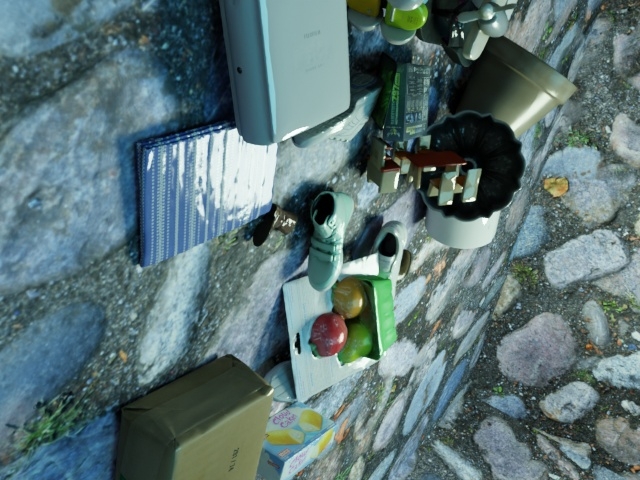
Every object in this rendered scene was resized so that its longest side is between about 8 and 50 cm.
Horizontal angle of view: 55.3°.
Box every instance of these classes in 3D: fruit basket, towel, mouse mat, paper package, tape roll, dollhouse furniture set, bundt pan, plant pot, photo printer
[{"bbox_3d":[0.044,0.226,1.673,0.353,0.165,0.326,-16,105,-34],"label":"fruit basket"},{"bbox_3d":[-0.201,-0.110,1.138,0.336,0.040,0.243,-28,137,-45],"label":"towel"},{"bbox_3d":[0.142,-0.349,1.414,0.189,0.007,0.152,-105,-156,-64],"label":"mouse mat"},{"bbox_3d":[-0.277,0.461,1.324,0.309,0.168,0.324,-19,129,-51],"label":"paper package"},{"bbox_3d":[0.478,-0.112,2.049,0.246,0.246,0.169,-41,145,-37],"label":"tape roll"},{"bbox_3d":[0.260,-0.210,1.619,0.259,0.262,0.135,-8,122,-21],"label":"dollhouse furniture set"},{"bbox_3d":[0.443,-0.226,1.844,0.124,0.331,0.330,-36,145,-72],"label":"bundt pan"},{"bbox_3d":[0.579,-0.454,1.929,0.280,0.323,0.323,-54,156,20],"label":"plant pot"},{"bbox_3d":[-0.053,-0.350,1.072,0.256,0.107,0.307,-34,131,-43],"label":"photo printer"}]

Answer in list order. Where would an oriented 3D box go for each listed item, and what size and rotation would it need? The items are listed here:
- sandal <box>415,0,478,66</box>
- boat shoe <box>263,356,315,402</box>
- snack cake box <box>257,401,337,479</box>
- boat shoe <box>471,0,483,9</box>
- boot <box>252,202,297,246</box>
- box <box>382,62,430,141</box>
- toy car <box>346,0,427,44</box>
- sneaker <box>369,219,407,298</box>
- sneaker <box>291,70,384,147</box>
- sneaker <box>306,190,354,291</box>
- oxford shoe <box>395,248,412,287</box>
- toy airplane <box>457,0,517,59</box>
[{"bbox_3d":[0.375,-0.580,1.639,0.446,0.107,0.167,-1,114,-59],"label":"sandal"},{"bbox_3d":[-0.062,0.374,1.684,0.302,0.094,0.109,-8,81,-52],"label":"boat shoe"},{"bbox_3d":[-0.090,0.571,1.741,0.264,0.152,0.089,-15,124,-56],"label":"snack cake box"},{"bbox_3d":[0.462,-0.772,1.626,0.105,0.113,0.306,-29,129,-26],"label":"boat shoe"},{"bbox_3d":[-0.098,-0.024,1.374,0.106,0.037,0.114,-62,156,-1],"label":"boot"},{"bbox_3d":[0.219,-0.348,1.535,0.233,0.059,0.183,-30,123,-62],"label":"box"},{"bbox_3d":[0.142,-0.503,1.243,0.136,0.182,0.159,-62,171,-18],"label":"toy car"},{"bbox_3d":[0.175,0.089,1.819,0.152,0.114,0.305,-18,121,-75],"label":"sneaker"},{"bbox_3d":[0.043,-0.264,1.344,0.297,0.111,0.129,-39,148,-38],"label":"sneaker"},{"bbox_3d":[0.000,-0.001,1.488,0.151,0.094,0.255,9,95,-67],"label":"sneaker"},{"bbox_3d":[0.222,0.103,1.964,0.227,0.083,0.096,-51,145,-25],"label":"oxford shoe"},{"bbox_3d":[0.450,-0.661,1.419,0.384,0.272,0.386,-31,124,-23],"label":"toy airplane"}]
